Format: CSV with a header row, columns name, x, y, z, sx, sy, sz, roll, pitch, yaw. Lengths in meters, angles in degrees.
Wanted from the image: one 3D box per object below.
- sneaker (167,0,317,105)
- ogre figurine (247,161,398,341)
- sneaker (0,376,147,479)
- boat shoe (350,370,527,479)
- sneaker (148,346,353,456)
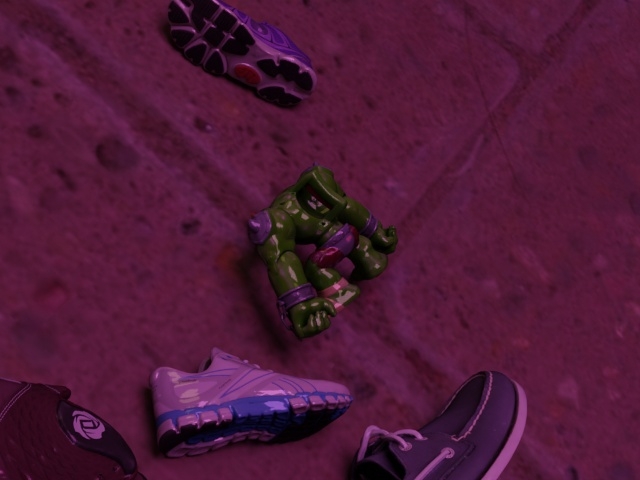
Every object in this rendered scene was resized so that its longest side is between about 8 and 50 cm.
name,x,y,z,sx,sy,sz,roll,pitch,yaw
sneaker,-0.079,-0.196,1.505,0.170,0.068,0.071,33,29,-24
ogre figurine,0.000,0.000,1.384,0.197,0.097,0.118,-40,98,-35
sneaker,-0.185,0.214,1.085,0.162,0.106,0.281,5,56,-37
boat shoe,0.074,0.199,1.278,0.099,0.116,0.319,46,49,-5
sneaker,-0.058,0.124,1.270,0.191,0.071,0.083,0,54,-37
